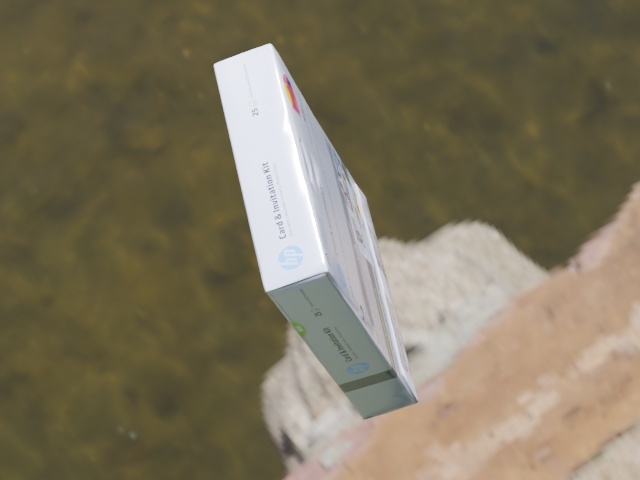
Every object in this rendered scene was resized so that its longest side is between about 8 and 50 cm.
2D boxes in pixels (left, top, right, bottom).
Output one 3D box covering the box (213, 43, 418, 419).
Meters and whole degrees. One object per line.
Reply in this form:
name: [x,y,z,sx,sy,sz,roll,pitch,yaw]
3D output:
box: [0.000,0.000,1.099,0.038,0.186,0.145,-18,61,8]
